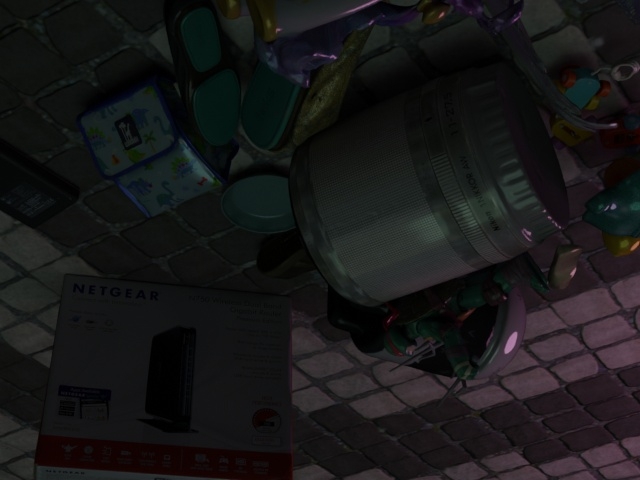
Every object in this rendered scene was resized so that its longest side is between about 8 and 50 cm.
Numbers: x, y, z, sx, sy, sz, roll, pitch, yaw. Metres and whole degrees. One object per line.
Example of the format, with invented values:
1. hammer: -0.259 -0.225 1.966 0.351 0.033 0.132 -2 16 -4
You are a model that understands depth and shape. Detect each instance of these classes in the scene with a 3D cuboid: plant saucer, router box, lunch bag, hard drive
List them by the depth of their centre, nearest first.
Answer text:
1. lunch bag: -0.192 -0.115 1.261 0.129 0.096 0.151 -21 124 28
2. hard drive: -0.388 -0.070 1.363 0.094 0.022 0.135 -27 136 30
3. plant saucer: -0.069 -0.053 1.397 0.119 0.021 0.119 -1 143 0
4. router box: -0.210 0.206 1.506 0.336 0.301 0.082 6 142 -10

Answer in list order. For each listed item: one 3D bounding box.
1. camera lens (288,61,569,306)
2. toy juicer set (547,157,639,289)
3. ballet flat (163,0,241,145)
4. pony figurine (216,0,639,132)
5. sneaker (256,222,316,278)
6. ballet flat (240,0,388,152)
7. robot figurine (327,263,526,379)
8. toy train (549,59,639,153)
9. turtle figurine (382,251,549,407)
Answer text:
1. camera lens: 0.118 -0.060 1.232 0.274 0.219 0.219 -21 139 23
2. toy juicer set: 0.361 -0.041 1.293 0.329 0.089 0.209 -27 164 -19
3. ballet flat: -0.132 -0.194 1.175 0.074 0.074 0.203 -4 141 4
4. pony figurine: 0.099 -0.247 0.826 0.364 0.351 0.303 -19 166 -14
5. sneaker: 0.000 0.000 1.451 0.188 0.066 0.071 -24 154 35
6. ballet flat: 0.010 -0.224 1.111 0.123 0.123 0.348 10 143 -14
7. robot figurine: 0.148 0.090 1.476 0.278 0.173 0.209 17 -178 -22
8. toy train: 0.325 -0.160 1.254 0.125 0.046 0.166 -13 144 12
9. turtle figurine: 0.160 0.097 1.288 0.234 0.175 0.118 -37 107 14
